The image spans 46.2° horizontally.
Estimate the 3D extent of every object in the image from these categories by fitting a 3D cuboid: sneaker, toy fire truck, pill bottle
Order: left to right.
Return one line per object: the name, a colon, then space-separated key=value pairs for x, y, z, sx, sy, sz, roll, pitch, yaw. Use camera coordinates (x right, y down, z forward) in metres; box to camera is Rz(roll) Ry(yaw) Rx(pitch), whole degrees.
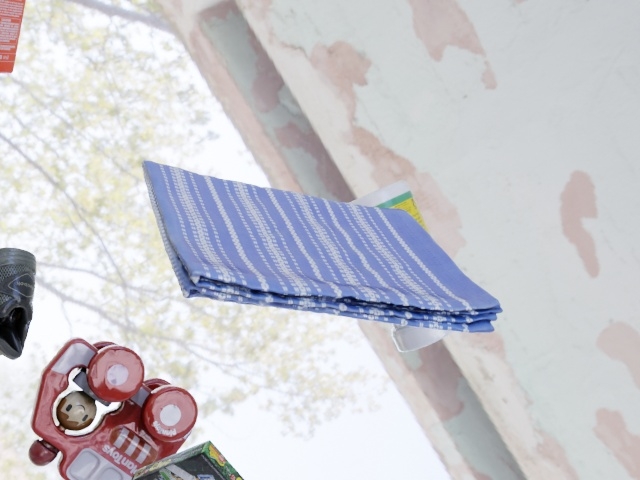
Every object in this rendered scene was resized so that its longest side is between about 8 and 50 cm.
sneaker: x=-0.464 y=0.111 z=0.991 sx=0.227 sy=0.087 sz=0.130 roll=-26 pitch=-121 yaw=20
toy fire truck: x=-0.390 y=0.335 z=1.375 sx=0.302 sy=0.254 sz=0.169 roll=42 pitch=-19 yaw=-18
pill bottle: x=0.103 y=0.036 z=0.998 sx=0.117 sy=0.117 sz=0.208 roll=-23 pitch=-89 yaw=58

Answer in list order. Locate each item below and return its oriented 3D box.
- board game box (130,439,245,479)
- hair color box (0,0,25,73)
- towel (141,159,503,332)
board game box: x=-0.129 y=0.391 z=1.034 sx=0.136 sy=0.030 sz=0.260 roll=-27 pitch=-69 yaw=21
hair color box: x=-0.302 y=-0.237 z=0.640 sx=0.093 sy=0.053 sz=0.167 roll=19 pitch=-76 yaw=8
towel: x=0.000 y=0.000 z=0.765 sx=0.040 sy=0.336 sz=0.243 roll=-68 pitch=-150 yaw=23
